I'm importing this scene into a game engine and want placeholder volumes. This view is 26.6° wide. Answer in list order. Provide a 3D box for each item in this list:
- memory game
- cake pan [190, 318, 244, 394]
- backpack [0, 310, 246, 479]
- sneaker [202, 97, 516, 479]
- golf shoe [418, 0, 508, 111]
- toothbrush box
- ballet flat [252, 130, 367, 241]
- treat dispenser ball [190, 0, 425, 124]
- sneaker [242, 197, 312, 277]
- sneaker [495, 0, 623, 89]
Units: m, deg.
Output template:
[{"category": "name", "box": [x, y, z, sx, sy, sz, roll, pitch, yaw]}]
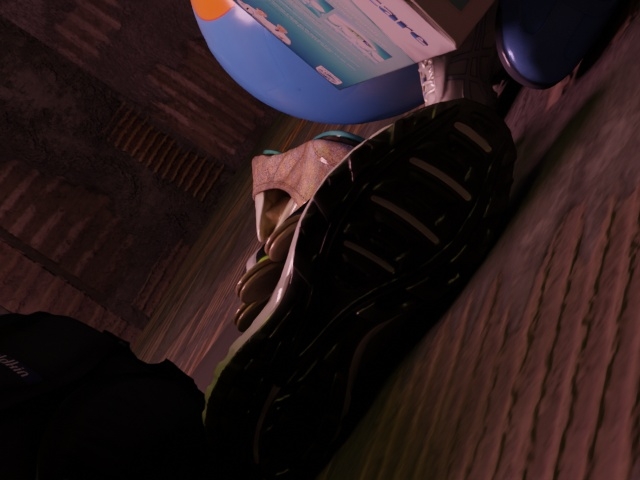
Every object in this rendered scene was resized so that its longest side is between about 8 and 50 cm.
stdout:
[{"category": "memory game", "box": [0.015, 0.001, 0.904, 0.186, 0.012, 0.186, -34, -22, -16]}, {"category": "cake pan", "box": [-0.098, 0.164, 1.150, 0.293, 0.054, 0.293, -55, 7, 10]}, {"category": "backpack", "box": [-0.180, 0.167, 0.859, 0.355, 0.290, 0.273, -56, -10, -68]}, {"category": "sneaker", "box": [0.020, 0.022, 0.834, 0.271, 0.100, 0.108, -54, 2, 20]}, {"category": "golf shoe", "box": [0.093, -0.117, 0.998, 0.176, 0.086, 0.069, -62, 11, -28]}, {"category": "toothbrush box", "box": [0.065, -0.232, 0.910, 0.216, 0.126, 0.295, -53, 10, -8]}, {"category": "ballet flat", "box": [-0.020, -0.040, 1.358, 0.316, 0.107, 0.106, 161, 129, -79]}, {"category": "treat dispenser ball", "box": [0.023, -0.248, 1.220, 0.288, 0.288, 0.288, -55, 7, 11]}, {"category": "sneaker", "box": [0.000, 0.000, 1.099, 0.097, 0.084, 0.235, -53, 8, 15]}, {"category": "sneaker", "box": [0.176, -0.189, 0.829, 0.209, 0.069, 0.082, -58, 11, -13]}]
